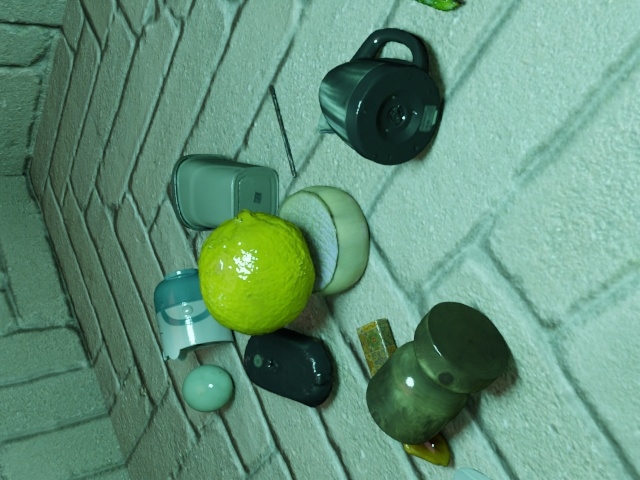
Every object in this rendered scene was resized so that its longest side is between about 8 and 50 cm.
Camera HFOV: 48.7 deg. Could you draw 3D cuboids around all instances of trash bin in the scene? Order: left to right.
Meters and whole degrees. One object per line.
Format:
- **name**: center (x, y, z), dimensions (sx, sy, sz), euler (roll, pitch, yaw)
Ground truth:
- **trash bin**: center (-0.257, -0.129, 1.981), dimensions (0.250, 0.220, 0.219), euler (10, 104, 45)

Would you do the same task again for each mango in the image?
- **mango**: center (0.232, 0.439, 1.531), dimensions (0.127, 0.063, 0.077), euler (27, 112, 42)

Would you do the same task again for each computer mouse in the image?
- **computer mouse**: center (-0.078, 0.328, 1.880), dimensions (0.323, 0.116, 0.182), euler (10, 102, 45)

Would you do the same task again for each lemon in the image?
- **lemon**: center (-0.146, 0.081, 1.636), dimensions (0.268, 0.268, 0.321), euler (32, 140, 46)

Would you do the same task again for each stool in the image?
- **stool**: center (0.225, 0.269, 1.415), dimensions (0.179, 0.179, 0.264), euler (59, 137, 29)

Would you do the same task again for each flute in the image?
- **flute**: center (-0.101, -0.294, 1.896), dimensions (0.014, 0.014, 0.269), euler (-28, 74, 51)

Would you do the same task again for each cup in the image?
- **cup**: center (-0.404, 0.238, 2.242), dimensions (0.289, 0.219, 0.257), euler (103, 154, -78)

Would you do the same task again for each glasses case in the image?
- **glasses case**: center (0.153, 0.292, 1.622), dimensions (0.075, 0.049, 0.218), euler (-32, 70, 44)
- **glasses case**: center (0.341, 0.522, 1.408), dimensions (0.193, 0.049, 0.074), euler (23, 114, 50)

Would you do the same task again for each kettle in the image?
- **kettle**: center (0.094, -0.312, 1.486), dimensions (0.271, 0.207, 0.250), euler (38, 131, 53)

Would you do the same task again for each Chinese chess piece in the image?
- **Chinese chess piece**: center (0.000, 0.000, 1.727), dimensions (0.270, 0.112, 0.269), euler (13, 106, 51)

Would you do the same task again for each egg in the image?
- **egg**: center (-0.358, 0.469, 2.246), dimensions (0.192, 0.149, 0.149), euler (-22, 78, 53)

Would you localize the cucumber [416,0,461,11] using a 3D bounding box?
- **cucumber**: center (0.199, -0.510, 1.420), dimensions (0.227, 0.069, 0.069), euler (44, 129, 37)
